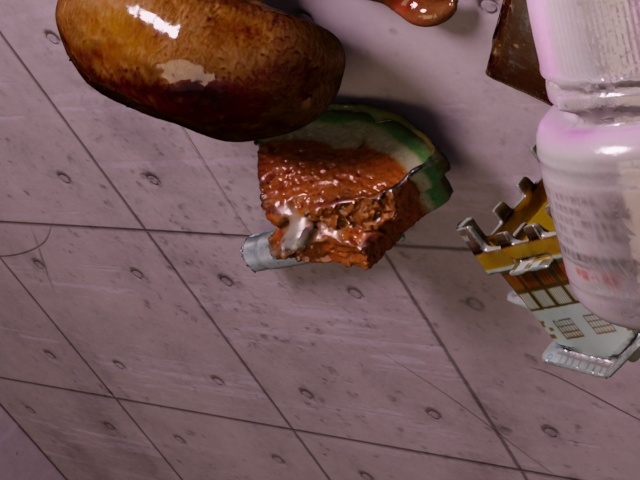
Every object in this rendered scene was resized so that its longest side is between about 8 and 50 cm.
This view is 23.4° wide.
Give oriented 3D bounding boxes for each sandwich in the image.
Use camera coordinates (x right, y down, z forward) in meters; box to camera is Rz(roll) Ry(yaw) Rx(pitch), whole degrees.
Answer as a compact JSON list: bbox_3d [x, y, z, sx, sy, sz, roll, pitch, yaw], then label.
[{"bbox_3d":[0.035,-0.067,1.903,0.292,0.212,0.109,-4,148,31],"label":"sandwich"}]

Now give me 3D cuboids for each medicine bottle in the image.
[{"bbox_3d":[0.322,-0.106,1.410,0.256,0.256,0.325,1,116,45],"label":"medicine bottle"}]

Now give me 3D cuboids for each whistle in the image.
[{"bbox_3d":[0.000,0.000,2.157,0.312,0.062,0.062,-10,127,52],"label":"whistle"}]

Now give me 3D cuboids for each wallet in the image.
[{"bbox_3d":[0.246,-0.224,1.615,0.122,0.031,0.232,26,151,9],"label":"wallet"}]

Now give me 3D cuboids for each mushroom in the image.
[{"bbox_3d":[-0.144,-0.224,1.796,0.345,0.239,0.345,42,-175,-5],"label":"mushroom"}]

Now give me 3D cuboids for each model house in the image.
[{"bbox_3d":[0.310,-0.003,1.682,0.215,0.224,0.198,53,148,-16],"label":"model house"}]

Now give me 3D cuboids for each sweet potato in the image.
[{"bbox_3d":[0.057,-0.285,1.697,0.202,0.058,0.055,29,129,14],"label":"sweet potato"}]
